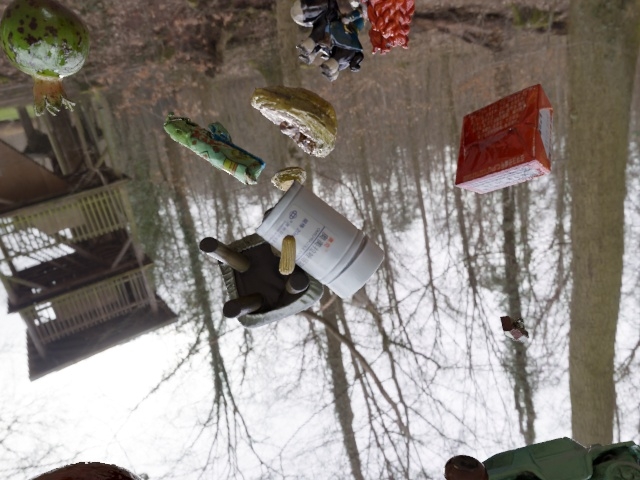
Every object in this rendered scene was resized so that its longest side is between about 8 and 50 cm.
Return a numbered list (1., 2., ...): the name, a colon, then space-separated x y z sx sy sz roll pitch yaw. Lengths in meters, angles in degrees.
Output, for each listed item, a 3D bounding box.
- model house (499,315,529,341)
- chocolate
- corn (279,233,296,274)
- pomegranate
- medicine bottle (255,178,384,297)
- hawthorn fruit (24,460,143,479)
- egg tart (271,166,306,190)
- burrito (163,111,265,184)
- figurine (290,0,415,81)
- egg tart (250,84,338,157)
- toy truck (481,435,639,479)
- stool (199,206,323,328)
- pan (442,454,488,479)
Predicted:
1. model house: 0.534 0.245 1.452 0.058 0.057 0.083 26 -142 -11
2. chocolate: 0.482 -0.252 1.368 0.237 0.108 0.234 -17 -127 48
3. corn: -0.074 0.033 1.186 0.037 0.092 0.037 3 -162 -1
4. pomegranate: -0.705 -0.490 1.370 0.231 0.286 0.231 -19 -179 0
5. medicine bottle: 0.000 0.000 1.482 0.190 0.332 0.190 -51 -172 10
6. hawthorn fruit: -0.444 0.599 0.867 0.403 0.403 0.403 -12 -162 4
7. egg tart: -0.109 -0.208 1.829 0.130 0.052 0.130 -13 158 -5
8. burrito: -0.229 -0.214 1.169 0.288 0.054 0.104 31 -136 20
9. figurine: 0.103 -0.675 1.578 0.412 0.306 0.241 -23 162 9
10. egg tart: -0.075 -0.423 1.762 0.153 0.339 0.351 -54 -178 -5
11. toy truck: 0.392 0.414 0.838 0.279 0.155 0.156 -18 -158 6
12. stool: -0.177 0.088 1.637 0.310 0.310 0.226 -23 164 0
13. pan: 0.225 0.354 0.773 0.068 0.023 0.115 -3 -165 -10
